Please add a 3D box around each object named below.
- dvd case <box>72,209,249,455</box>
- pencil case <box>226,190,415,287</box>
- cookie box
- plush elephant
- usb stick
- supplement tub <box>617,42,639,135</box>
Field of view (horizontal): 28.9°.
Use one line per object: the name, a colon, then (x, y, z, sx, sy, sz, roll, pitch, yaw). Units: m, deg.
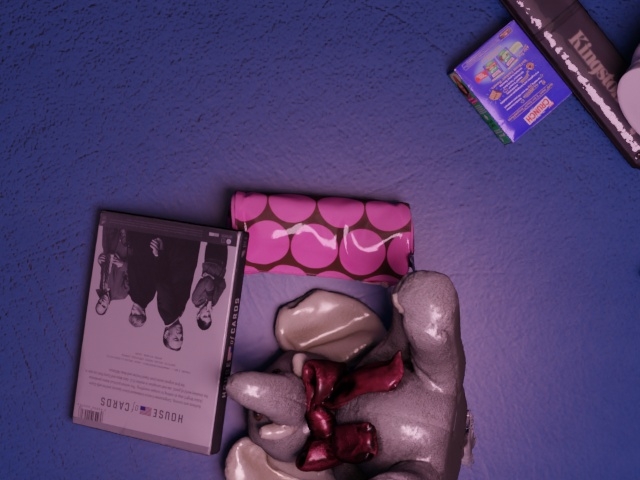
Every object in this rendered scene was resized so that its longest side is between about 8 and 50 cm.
dvd case: (-0.175, 0.096, 1.340, 0.179, 0.029, 0.239, 9, 92, 24)
pencil case: (0.000, 0.000, 1.367, 0.209, 0.095, 0.098, 5, 104, -3)
cookie box: (0.213, -0.177, 1.405, 0.092, 0.040, 0.107, -40, 94, -4)
plush elephant: (0.018, 0.177, 1.303, 0.255, 0.330, 0.272, 7, 77, 17)
usb stick: (0.303, -0.202, 1.408, 0.077, 0.045, 0.278, -41, 95, -17)
supplement tub: (0.430, -0.199, 1.349, 0.144, 0.144, 0.200, 47, 69, -4)
